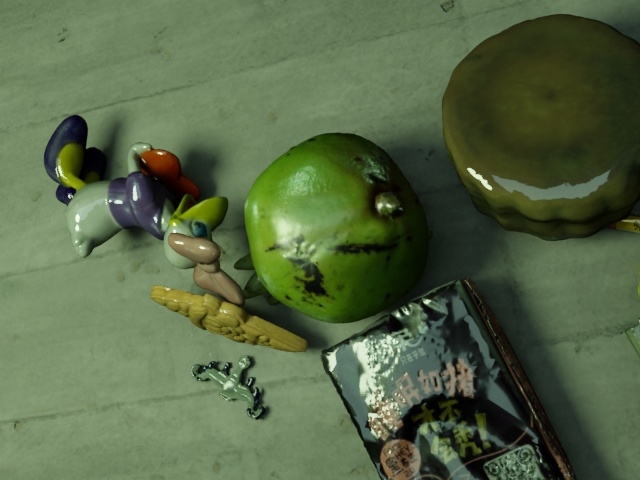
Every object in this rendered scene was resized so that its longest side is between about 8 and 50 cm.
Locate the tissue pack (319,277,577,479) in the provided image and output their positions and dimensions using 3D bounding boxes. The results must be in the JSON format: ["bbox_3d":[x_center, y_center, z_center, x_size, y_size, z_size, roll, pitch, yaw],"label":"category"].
[{"bbox_3d":[0.173,0.241,1.166,0.244,0.123,0.333,-28,78,6],"label":"tissue pack"}]

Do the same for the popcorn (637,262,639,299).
[{"bbox_3d":[0.511,0.048,1.016,0.257,0.224,0.270,-39,90,-28],"label":"popcorn"}]

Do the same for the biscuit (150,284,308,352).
[{"bbox_3d":[-0.137,0.120,1.265,0.250,0.162,0.035,17,74,7],"label":"biscuit"}]

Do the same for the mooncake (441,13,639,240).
[{"bbox_3d":[0.313,-0.144,1.140,0.290,0.161,0.291,-6,69,16],"label":"mooncake"}]

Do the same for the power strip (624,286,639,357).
[{"bbox_3d":[0.483,0.178,1.119,0.092,0.034,0.268,-29,75,12],"label":"power strip"}]

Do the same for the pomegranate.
[{"bbox_3d":[0.000,0.000,1.202,0.340,0.260,0.261,-37,71,40],"label":"pomegranate"}]

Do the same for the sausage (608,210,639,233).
[{"bbox_3d":[0.454,-0.019,1.159,0.223,0.029,0.030,11,86,19],"label":"sausage"}]

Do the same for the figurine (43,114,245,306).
[{"bbox_3d":[-0.273,-0.043,1.290,0.420,0.154,0.193,17,62,29],"label":"figurine"}]

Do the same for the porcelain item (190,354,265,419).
[{"bbox_3d":[-0.130,0.208,1.313,0.136,0.021,0.075,30,92,19],"label":"porcelain item"}]
